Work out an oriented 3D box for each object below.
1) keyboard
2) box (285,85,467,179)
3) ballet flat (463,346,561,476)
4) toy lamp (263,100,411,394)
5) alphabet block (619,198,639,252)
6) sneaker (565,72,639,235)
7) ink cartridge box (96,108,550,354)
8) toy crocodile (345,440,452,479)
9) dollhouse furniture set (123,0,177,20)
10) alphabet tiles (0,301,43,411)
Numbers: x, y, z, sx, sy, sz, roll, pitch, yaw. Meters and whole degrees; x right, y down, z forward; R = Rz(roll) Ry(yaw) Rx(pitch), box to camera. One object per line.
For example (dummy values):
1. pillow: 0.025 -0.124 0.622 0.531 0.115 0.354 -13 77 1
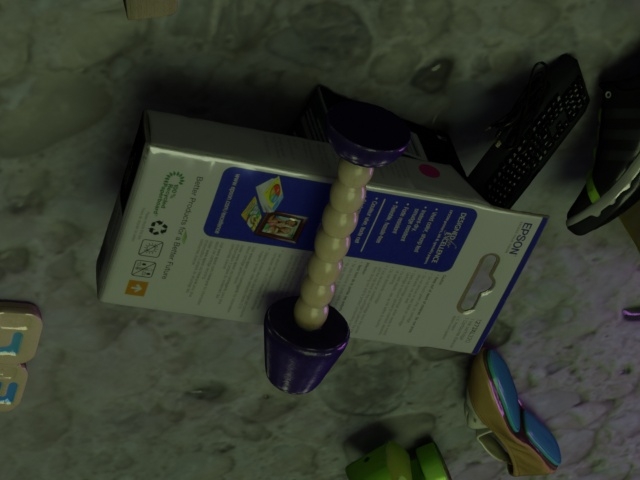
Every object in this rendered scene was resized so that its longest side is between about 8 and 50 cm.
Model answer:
1. keyboard: 0.194 -0.087 1.398 0.192 0.038 0.100 -52 137 -17
2. box: 0.031 -0.039 1.423 0.156 0.093 0.158 17 125 -29
3. ballet flat: 0.203 0.206 1.708 0.073 0.080 0.232 -18 134 20
4. toy lamp: 0.008 0.016 1.266 0.080 0.080 0.274 4 129 -20
5. alphabet block: 0.438 -0.011 1.505 0.197 0.192 0.193 -39 128 17
6. sneaker: 0.301 -0.111 1.451 0.234 0.097 0.084 -53 163 22
7. ink cartridge box: 0.000 0.000 1.339 0.371 0.069 0.175 11 126 -17
8. toy crocodile: 0.119 0.342 1.783 0.115 0.105 0.340 -22 134 4
9. dollhouse furniture set: -0.096 -0.232 1.146 0.129 0.183 0.129 -8 133 -10
10. alphabet tiles: -0.422 0.105 1.464 0.284 0.021 0.278 6 128 -22
